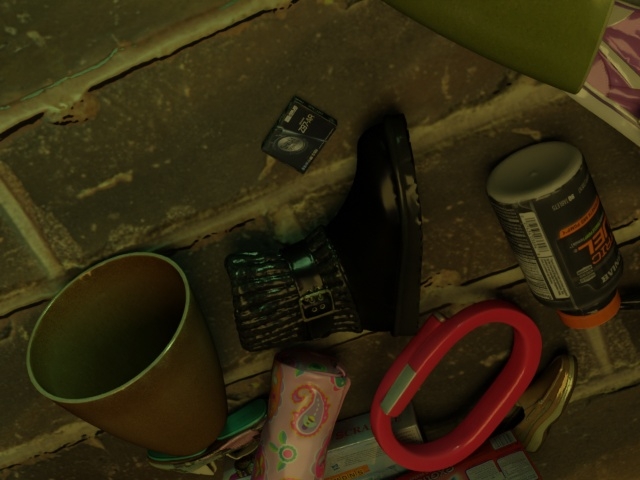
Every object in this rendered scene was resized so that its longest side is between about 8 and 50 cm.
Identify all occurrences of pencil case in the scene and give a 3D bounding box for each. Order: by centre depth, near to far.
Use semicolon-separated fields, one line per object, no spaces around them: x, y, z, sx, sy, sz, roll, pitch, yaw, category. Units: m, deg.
-0.036;0.305;1.360;0.124;0.124;0.284;10;96;-7;pencil case

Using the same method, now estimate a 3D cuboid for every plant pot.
0.166;-0.323;0.983;0.293;0.275;0.275;16;121;9;plant pot
-0.234;0.185;1.294;0.237;0.237;0.254;-19;135;10;plant pot

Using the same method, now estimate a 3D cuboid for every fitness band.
0.196;0.209;1.352;0.209;0.054;0.291;29;102;-35;fitness band

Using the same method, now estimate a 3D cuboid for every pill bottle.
0.320;0.002;1.233;0.130;0.130;0.246;-24;119;12;pill bottle

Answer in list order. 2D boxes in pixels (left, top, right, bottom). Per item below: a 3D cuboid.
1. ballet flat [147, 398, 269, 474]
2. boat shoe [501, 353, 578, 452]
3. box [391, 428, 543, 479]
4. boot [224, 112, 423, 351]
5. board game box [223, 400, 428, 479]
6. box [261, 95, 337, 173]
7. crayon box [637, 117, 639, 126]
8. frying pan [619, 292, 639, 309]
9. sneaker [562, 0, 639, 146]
-0.157;0.316;1.443;0.221;0.077;0.079;-24;122;8;ballet flat
0.327;0.245;1.419;0.072;0.068;0.190;18;120;1;boat shoe
0.211;0.411;1.406;0.256;0.128;0.123;-23;119;-1;box
0.000;0.003;1.224;0.260;0.131;0.348;-2;121;0;boot
0.049;0.436;1.521;0.318;0.066;0.318;-18;119;8;board game box
-0.028;-0.135;1.205;0.067;0.018;0.083;29;116;-18;box
0.558;-0.155;1.109;0.323;0.083;0.203;-38;117;-4;crayon box
0.583;0.080;1.326;0.326;0.053;0.197;-14;146;35;frying pan
0.427;-0.192;1.139;0.282;0.102;0.161;30;113;-18;sneaker
